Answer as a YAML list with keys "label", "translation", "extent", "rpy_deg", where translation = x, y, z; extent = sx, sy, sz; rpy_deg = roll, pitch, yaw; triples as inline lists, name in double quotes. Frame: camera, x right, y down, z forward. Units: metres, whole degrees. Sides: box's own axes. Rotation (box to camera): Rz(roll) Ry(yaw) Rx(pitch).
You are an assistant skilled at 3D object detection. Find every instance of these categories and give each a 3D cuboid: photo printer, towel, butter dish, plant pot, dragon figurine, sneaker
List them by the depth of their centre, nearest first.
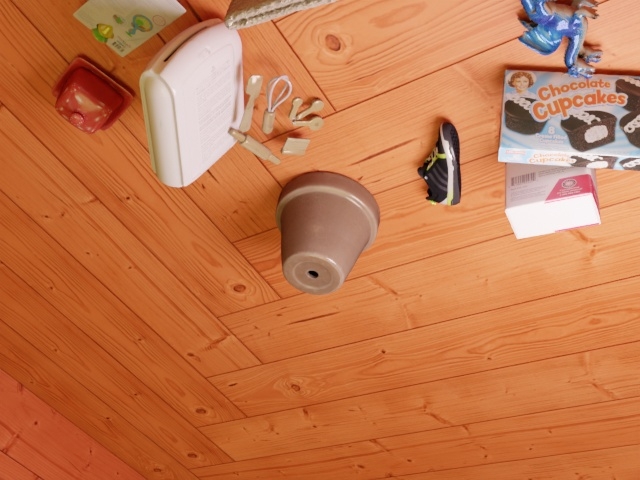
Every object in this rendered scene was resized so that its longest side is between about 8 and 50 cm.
- label: "towel"
  translation: [-0.042, -0.485, 1.453]
  extent: [0.282, 0.187, 0.049]
  rpy_deg: [-10, 136, 23]
- label: "dragon figurine"
  translation: [0.422, -0.407, 1.482]
  extent: [0.289, 0.085, 0.144]
  rpy_deg: [20, 136, -8]
- label: "photo printer"
  translation: [-0.264, -0.299, 1.661]
  extent: [0.107, 0.256, 0.307]
  rpy_deg: [24, 141, 19]
- label: "sneaker"
  translation: [0.265, -0.162, 1.780]
  extent: [0.097, 0.084, 0.234]
  rpy_deg: [2, 135, 15]
- label: "butter dish"
  translation: [-0.544, -0.310, 1.819]
  extent: [0.160, 0.118, 0.160]
  rpy_deg: [36, 134, -22]
- label: "plant pot"
  translation: [0.000, 0.000, 1.915]
  extent: [0.263, 0.229, 0.263]
  rpy_deg: [8, 136, 8]

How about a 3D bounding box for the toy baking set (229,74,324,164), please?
- label: "toy baking set"
  translation: [-0.103, -0.270, 1.747]
  extent: [0.197, 0.030, 0.256]
  rpy_deg: [-45, 137, 20]

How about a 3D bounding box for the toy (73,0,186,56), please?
- label: "toy"
  translation: [-0.394, -0.487, 1.642]
  extent: [0.237, 0.056, 0.137]
  rpy_deg: [-22, 130, 39]

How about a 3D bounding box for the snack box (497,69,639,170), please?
- label: "snack box"
  translation: [0.520, -0.238, 1.554]
  extent: [0.322, 0.187, 0.060]
  rpy_deg: [5, 157, 10]

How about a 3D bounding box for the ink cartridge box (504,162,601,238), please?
- label: "ink cartridge box"
  translation: [0.479, -0.135, 1.638]
  extent: [0.172, 0.237, 0.100]
  rpy_deg: [-11, 136, 25]
